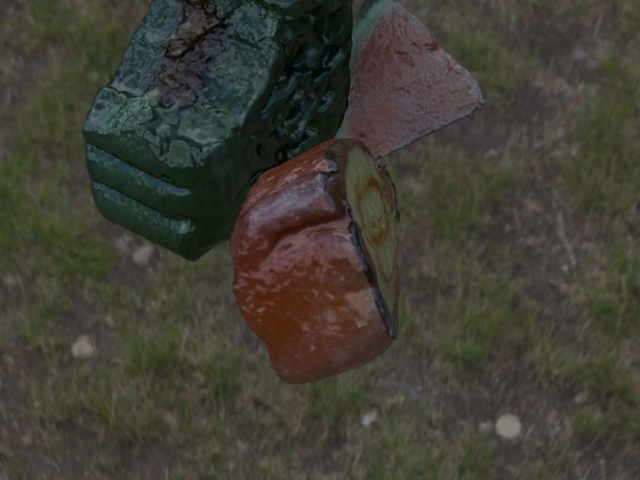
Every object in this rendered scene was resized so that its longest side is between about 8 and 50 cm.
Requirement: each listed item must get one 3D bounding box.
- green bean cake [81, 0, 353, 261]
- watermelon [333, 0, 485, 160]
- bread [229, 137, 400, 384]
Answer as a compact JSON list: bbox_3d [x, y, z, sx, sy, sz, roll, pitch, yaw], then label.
[{"bbox_3d":[-0.096,-0.172,1.399,0.169,0.300,0.308,26,51,22],"label":"green bean cake"},{"bbox_3d":[0.075,-0.178,1.618,0.202,0.136,0.207,8,86,38],"label":"watermelon"},{"bbox_3d":[0.004,0.011,1.184,0.123,0.244,0.190,-15,103,14],"label":"bread"}]
